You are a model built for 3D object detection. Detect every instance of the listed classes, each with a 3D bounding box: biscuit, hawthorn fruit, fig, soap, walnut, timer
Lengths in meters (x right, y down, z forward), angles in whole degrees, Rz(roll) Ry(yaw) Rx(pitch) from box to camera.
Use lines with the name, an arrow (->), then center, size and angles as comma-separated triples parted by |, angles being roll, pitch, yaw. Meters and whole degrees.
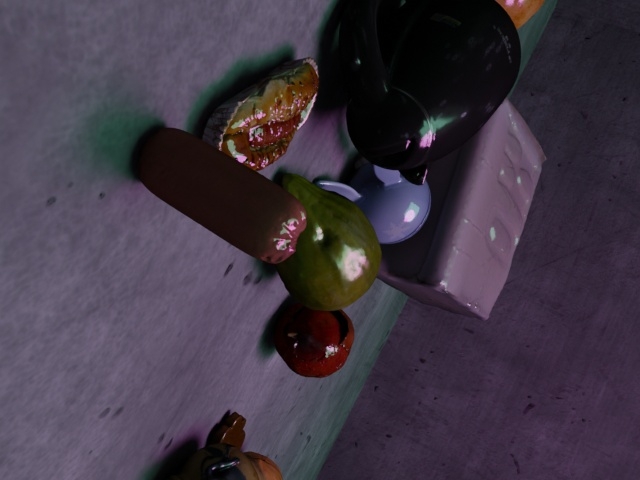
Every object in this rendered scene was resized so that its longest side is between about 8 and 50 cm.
biscuit -> -0.178, 0.382, 0.991 | 0.124, 0.026, 0.174 | -44, 155, -51
hawthorn fruit -> -0.019, 0.176, 0.985 | 0.172, 0.148, 0.148 | 31, 85, -55
fig -> 0.014, 0.007, 0.791 | 0.167, 0.167, 0.233 | -55, 168, -27
soap -> 0.300, -0.068, 1.179 | 0.350, 0.213, 0.434 | 36, 72, -49
walnut -> -0.148, 0.527, 1.112 | 0.144, 0.144, 0.180 | 21, 86, -73
timer -> 0.095, -0.098, 0.953 | 0.255, 0.175, 0.175 | 45, 69, -42

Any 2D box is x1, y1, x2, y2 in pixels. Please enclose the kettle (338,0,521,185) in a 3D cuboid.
kettle -> 0.126, -0.235, 0.752 | 0.290, 0.208, 0.268 | -48, 121, -38

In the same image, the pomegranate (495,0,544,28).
pomegranate -> 0.296, -0.457, 0.911 | 0.207, 0.207, 0.207 | -54, 161, -29

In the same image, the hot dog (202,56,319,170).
hot dog -> -0.055, -0.128, 0.567 | 0.192, 0.053, 0.099 | -49, 154, -46

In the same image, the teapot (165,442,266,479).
teapot -> -0.189, 0.415, 0.829 | 0.183, 0.173, 0.269 | 2, 142, -36

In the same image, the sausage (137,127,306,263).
sausage -> -0.081, -0.038, 0.446 | 0.062, 0.154, 0.062 | -52, 163, -23
